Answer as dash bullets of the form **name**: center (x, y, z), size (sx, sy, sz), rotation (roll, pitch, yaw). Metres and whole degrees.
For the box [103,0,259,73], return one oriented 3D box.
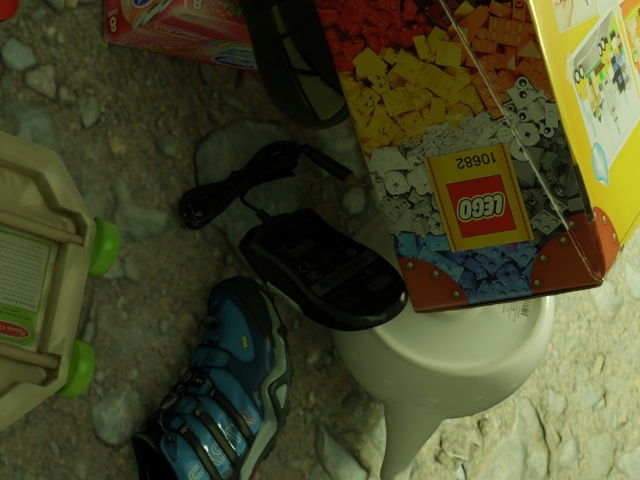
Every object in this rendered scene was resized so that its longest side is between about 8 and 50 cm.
- **box**: center (-0.057, -0.256, 1.627), size (0.300, 0.154, 0.142), rotation (7, 80, -39)

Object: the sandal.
- **sandal**: center (-0.026, -0.253, 1.499), size (0.086, 0.120, 0.302), rotation (-17, 98, -67)

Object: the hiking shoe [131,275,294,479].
- **hiking shoe**: center (-0.111, 0.176, 1.540), size (0.132, 0.113, 0.304), rotation (17, 73, -36)

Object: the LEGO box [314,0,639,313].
- **LEGO box**: center (0.208, -0.206, 1.578), size (0.500, 0.193, 0.372), rotation (-43, 119, -57)

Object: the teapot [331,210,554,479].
- **teapot**: center (0.121, 0.086, 1.704), size (0.256, 0.187, 0.252), rotation (-26, 66, -20)

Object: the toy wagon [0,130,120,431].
- **toy wagon**: center (-0.324, 0.067, 1.417), size (0.267, 0.068, 0.344), rotation (20, 72, -35)

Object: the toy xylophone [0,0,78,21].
- **toy xylophone**: center (-0.310, -0.333, 1.478), size (0.236, 0.081, 0.322), rotation (34, 64, -30)

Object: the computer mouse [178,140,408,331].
- **computer mouse**: center (0.000, 0.000, 1.617), size (0.184, 0.262, 0.060), rotation (-38, 149, -37)
